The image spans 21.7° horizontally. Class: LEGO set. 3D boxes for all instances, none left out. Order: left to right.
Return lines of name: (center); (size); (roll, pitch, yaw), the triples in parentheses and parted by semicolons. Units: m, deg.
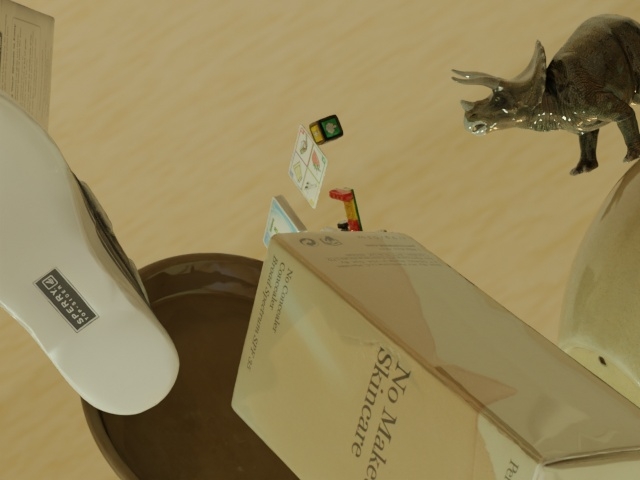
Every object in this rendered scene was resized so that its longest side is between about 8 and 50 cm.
LEGO set: (0.000, 0.000, 1.535); (0.182, 0.060, 0.244); (55, 151, 25)

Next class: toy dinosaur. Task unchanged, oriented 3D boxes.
toy dinosaur: (0.299, -0.170, 1.733); (0.121, 0.313, 0.160); (-9, 109, 62)

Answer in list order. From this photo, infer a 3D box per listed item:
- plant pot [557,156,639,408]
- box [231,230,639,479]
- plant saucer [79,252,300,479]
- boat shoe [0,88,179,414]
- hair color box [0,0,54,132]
plant pot: (0.323, 0.082, 1.487); (0.284, 0.191, 0.284); (43, 160, 20)
box: (0.077, 0.120, 1.083); (0.121, 0.148, 0.311); (0, -157, -34)
plant saucer: (-0.068, 0.133, 1.372); (0.278, 0.278, 0.041); (59, 142, 23)
boat shoe: (-0.203, -0.006, 1.222); (0.301, 0.108, 0.102); (55, -178, -31)
hair color box: (-0.426, -0.207, 2.004); (0.347, 0.105, 0.174); (-1, -86, -81)
